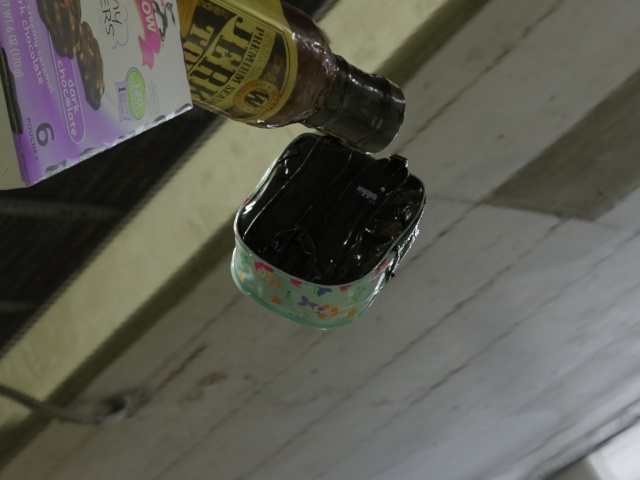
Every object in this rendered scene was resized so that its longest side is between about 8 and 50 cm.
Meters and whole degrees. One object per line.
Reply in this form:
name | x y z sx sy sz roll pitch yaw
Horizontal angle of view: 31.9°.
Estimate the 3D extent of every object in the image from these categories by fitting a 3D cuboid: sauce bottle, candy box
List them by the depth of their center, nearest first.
candy box | -0.142 -0.126 0.560 0.070 0.164 0.196 -3 16 17
sauce bottle | -0.073 -0.157 0.892 0.344 0.111 0.111 19 -50 -36

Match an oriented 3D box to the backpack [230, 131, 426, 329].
backpack | 0.000 0.000 1.516 0.253 0.225 0.191 -53 -17 -43
